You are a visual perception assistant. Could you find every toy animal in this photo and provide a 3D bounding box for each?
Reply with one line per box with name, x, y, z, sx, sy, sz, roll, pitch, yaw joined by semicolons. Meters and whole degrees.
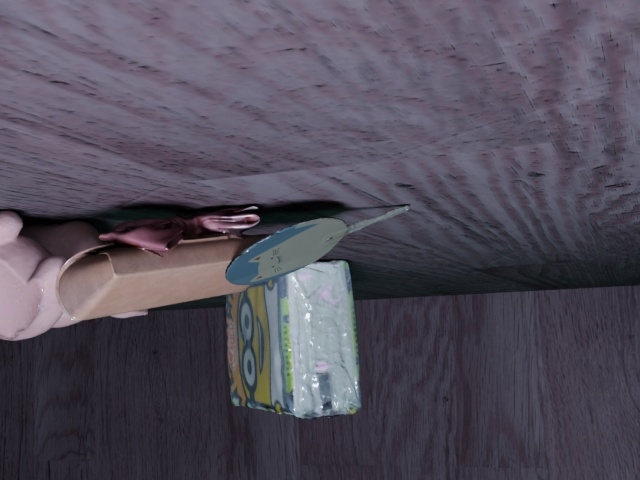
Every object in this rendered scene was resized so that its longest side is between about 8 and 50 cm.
toy animal;-0.241;0.028;0.802;0.124;0.124;0.212;-4;-178;15

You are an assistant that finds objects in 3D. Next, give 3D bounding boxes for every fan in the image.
fan;0.000;0.000;0.756;0.176;0.005;0.113;-20;161;-13

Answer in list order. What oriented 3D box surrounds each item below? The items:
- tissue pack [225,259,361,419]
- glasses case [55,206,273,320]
tissue pack;-0.054;0.157;1.384;0.128;0.227;0.311;-1;173;-23
glasses case;-0.117;0.002;0.730;0.194;0.070;0.102;-8;156;-46
